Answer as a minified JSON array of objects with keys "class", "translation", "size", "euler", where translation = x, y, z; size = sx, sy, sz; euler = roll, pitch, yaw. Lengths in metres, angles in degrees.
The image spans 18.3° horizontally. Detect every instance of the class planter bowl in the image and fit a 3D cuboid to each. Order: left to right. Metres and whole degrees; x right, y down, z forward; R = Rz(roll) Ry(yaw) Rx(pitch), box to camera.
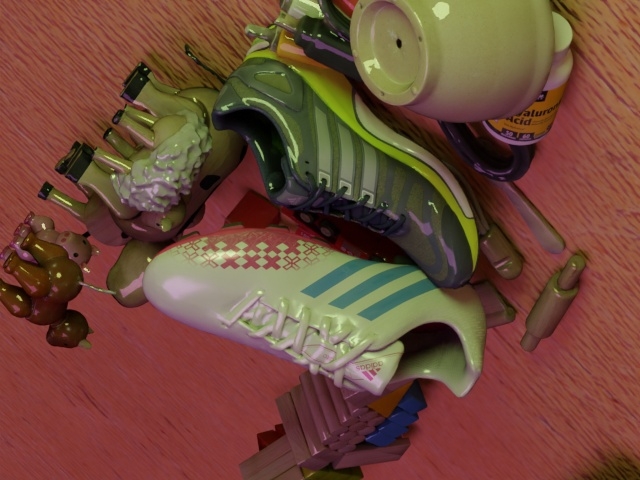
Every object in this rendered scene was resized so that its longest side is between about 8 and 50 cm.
[{"class":"planter bowl","translation":[0.093,-0.165,1.598],"size":[0.162,0.109,0.162],"euler":[28,127,45]}]

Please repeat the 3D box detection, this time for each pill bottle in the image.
[{"class":"pill bottle","translation":[0.175,-0.138,1.659],"size":[0.065,0.065,0.116],"euler":[28,146,12]}]

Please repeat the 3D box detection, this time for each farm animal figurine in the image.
[{"class":"farm animal figurine","translation":[-0.177,-0.032,1.971],"size":[0.172,0.330,0.327],"euler":[34,114,-10]}]

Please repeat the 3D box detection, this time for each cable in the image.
[{"class":"cable","translation":[0.078,-0.165,1.748],"size":[0.287,0.072,0.139],"euler":[26,130,-8]}]

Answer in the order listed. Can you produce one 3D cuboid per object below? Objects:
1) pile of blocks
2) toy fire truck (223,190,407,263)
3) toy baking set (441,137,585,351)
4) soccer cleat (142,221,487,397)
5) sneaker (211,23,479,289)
[{"class":"pile of blocks","translation":[0.025,0.177,2.175],"size":[0.362,0.149,0.113],"euler":[-54,47,48]},{"class":"toy fire truck","translation":[0.000,0.000,1.989],"size":[0.192,0.047,0.135],"euler":[35,150,7]},{"class":"toy baking set","translation":[0.158,0.011,1.891],"size":[0.196,0.030,0.256],"euler":[34,147,3]},{"class":"soccer cleat","translation":[0.002,0.072,1.840],"size":[0.331,0.143,0.116],"euler":[6,134,-13]},{"class":"sneaker","translation":[0.018,-0.056,1.823],"size":[0.300,0.121,0.111],"euler":[43,149,3]}]
